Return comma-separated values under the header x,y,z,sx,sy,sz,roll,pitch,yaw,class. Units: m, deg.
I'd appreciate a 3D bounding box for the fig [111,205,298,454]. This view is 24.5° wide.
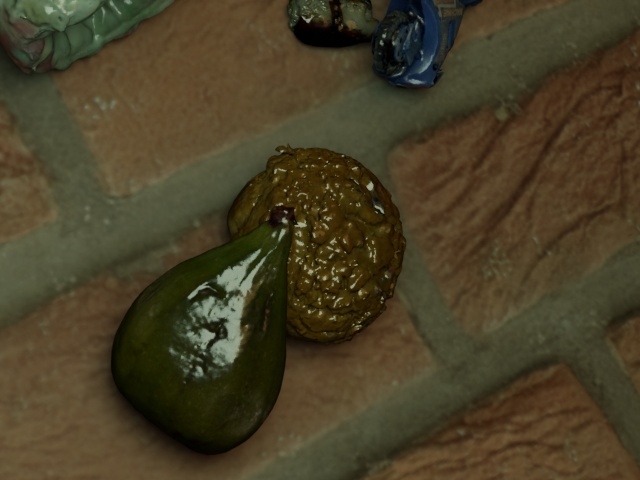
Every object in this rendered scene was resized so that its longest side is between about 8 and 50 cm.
x,y,z,sx,sy,sz,roll,pitch,yaw,class
-0.067,0.064,1.106,0.133,0.126,0.185,39,83,18,fig

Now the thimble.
x,y,z,sx,sy,sz,roll,pitch,yaw,class
-0.189,-0.231,1.119,0.149,0.185,0.211,56,34,-1,thimble

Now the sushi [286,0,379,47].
x,y,z,sx,sy,sz,roll,pitch,yaw,class
0.013,-0.193,1.293,0.083,0.044,0.046,-1,72,-25,sushi

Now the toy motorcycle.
x,y,z,sx,sy,sz,roll,pitch,yaw,class
0.097,-0.204,1.308,0.076,0.114,0.205,18,55,21,toy motorcycle

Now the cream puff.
x,y,z,sx,sy,sz,roll,pitch,yaw,class
0.000,0.000,1.178,0.150,0.115,0.165,-15,79,-34,cream puff
